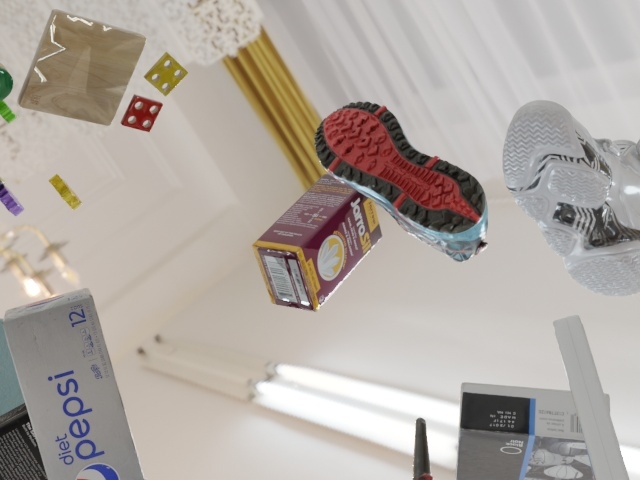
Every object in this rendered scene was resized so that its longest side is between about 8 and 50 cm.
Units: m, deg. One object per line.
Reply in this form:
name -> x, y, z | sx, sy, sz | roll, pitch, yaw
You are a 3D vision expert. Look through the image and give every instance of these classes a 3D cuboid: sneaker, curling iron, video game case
sneaker -> 0.377, -0.103, 1.389 | 0.137, 0.366, 0.210 | -3, -131, 39
sneaker -> 0.090, -0.059, 1.164 | 0.104, 0.125, 0.262 | -40, -125, -8
curling iron -> 0.154, 0.373, 1.539 | 0.035, 0.068, 0.274 | -16, -152, 20
video game case -> 0.246, 0.222, 0.824 | 0.025, 0.285, 0.204 | -16, -133, 11

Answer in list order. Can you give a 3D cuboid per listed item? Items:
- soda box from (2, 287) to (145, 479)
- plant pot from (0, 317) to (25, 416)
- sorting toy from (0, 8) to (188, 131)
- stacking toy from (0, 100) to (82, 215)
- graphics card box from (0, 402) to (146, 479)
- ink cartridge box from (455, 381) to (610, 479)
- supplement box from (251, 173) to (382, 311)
soda box -> -0.256, 0.202, 1.068 | 0.098, 0.287, 0.091 | -17, -172, -14
plant pot -> -0.545, 0.301, 1.859 | 0.248, 0.252, 0.247 | 118, -31, -53
sorting toy -> -0.304, -0.224, 1.280 | 0.046, 0.274, 0.132 | 46, -63, 40
stacking toy -> -0.484, -0.090, 1.471 | 0.167, 0.221, 0.052 | -38, 172, -5
graphics card box -> -0.427, 0.367, 1.354 | 0.370, 0.233, 0.094 | -29, -172, 12
ink cartridge box -> 0.247, 0.269, 1.207 | 0.165, 0.333, 0.065 | 2, -120, 9
supplement box -> 0.000, 0.000, 1.387 | 0.080, 0.104, 0.188 | 9, -141, 35
